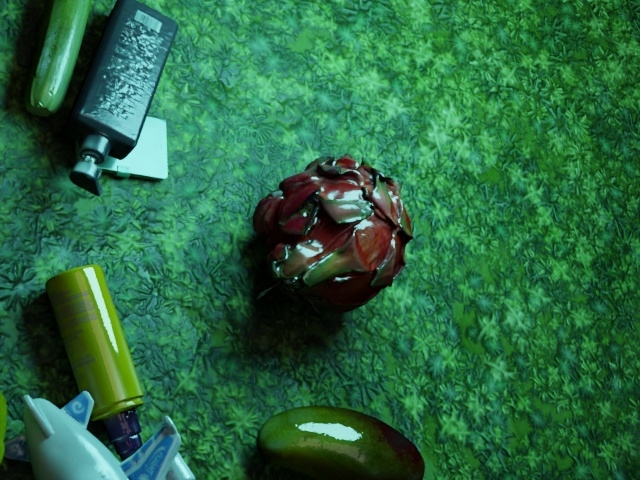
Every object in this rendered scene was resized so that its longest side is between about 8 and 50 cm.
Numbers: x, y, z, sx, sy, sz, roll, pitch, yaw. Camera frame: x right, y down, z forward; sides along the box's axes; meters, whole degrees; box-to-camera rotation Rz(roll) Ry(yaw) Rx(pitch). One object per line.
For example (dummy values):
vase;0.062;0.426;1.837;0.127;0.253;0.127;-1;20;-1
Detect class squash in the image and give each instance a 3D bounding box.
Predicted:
squash;-0.365;-0.277;1.778;0.066;0.066;0.229;20;64;-24

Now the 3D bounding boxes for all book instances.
book;-0.281;-0.136;1.804;0.135;0.017;0.103;8;65;-30

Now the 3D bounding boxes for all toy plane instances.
toy plane;-0.285;0.305;1.551;0.267;0.122;0.267;0;72;0

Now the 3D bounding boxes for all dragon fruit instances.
dragon fruit;0.000;0.000;1.806;0.293;0.234;0.234;-31;89;-40

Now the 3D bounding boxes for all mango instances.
mango;0.037;0.293;1.771;0.267;0.111;0.133;18;24;-25

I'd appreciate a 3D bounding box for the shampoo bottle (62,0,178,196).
shampoo bottle;-0.285;-0.202;1.773;0.098;0.071;0.309;28;52;-19

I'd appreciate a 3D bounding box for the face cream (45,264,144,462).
face cream;-0.279;0.170;1.651;0.078;0.078;0.273;-14;79;-35

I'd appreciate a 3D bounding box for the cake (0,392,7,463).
cake;-0.493;0.221;1.450;0.260;0.156;0.179;26;68;-33
